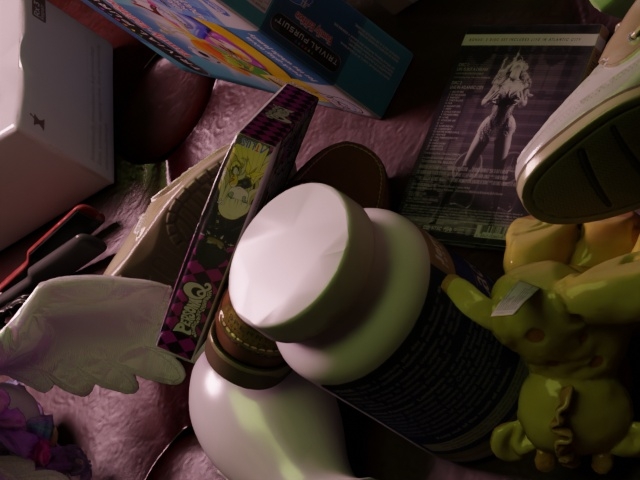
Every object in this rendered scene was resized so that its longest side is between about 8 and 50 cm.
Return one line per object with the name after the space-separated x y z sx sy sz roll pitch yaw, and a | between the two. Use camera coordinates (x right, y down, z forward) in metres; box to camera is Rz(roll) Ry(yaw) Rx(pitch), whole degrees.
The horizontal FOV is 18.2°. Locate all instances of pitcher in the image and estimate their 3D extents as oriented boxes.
-0.047 0.196 1.752 0.178 0.125 0.207 -52 51 23 | pitcher

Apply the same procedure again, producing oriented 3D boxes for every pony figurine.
-0.312 0.170 1.881 0.363 0.351 0.303 158 124 -67 | pony figurine

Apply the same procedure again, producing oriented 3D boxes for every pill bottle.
0.057 0.066 1.612 0.153 0.265 0.153 -24 50 32 | pill bottle

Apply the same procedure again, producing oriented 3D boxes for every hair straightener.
-0.317 0.056 2.153 0.230 0.047 0.089 -34 45 24 | hair straightener

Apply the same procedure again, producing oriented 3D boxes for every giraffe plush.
0.204 0.089 1.548 0.181 0.170 0.210 10 30 43 | giraffe plush

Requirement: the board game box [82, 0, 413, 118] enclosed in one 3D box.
-0.110 -0.234 1.982 0.336 0.254 0.079 18 78 49 | board game box

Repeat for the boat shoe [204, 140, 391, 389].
0.000 0.000 1.761 0.307 0.111 0.104 -64 -3 -46 | boat shoe

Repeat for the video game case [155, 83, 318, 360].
-0.073 -0.022 1.807 0.232 0.042 0.210 -57 -10 -73 | video game case

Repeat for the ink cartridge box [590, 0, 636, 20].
0.334 -0.372 1.685 0.353 0.119 0.207 -38 73 20 | ink cartridge box

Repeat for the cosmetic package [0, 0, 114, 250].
-0.419 -0.095 2.273 0.385 0.156 0.217 -26 49 29 | cosmetic package

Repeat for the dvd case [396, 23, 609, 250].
0.161 -0.096 1.808 0.164 0.018 0.221 6 70 47 | dvd case

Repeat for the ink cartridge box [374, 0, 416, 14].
0.097 -0.340 1.894 0.235 0.193 0.088 -30 49 28 | ink cartridge box

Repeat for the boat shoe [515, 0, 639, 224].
0.271 -0.127 1.518 0.302 0.113 0.103 -35 42 10 | boat shoe

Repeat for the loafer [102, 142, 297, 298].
-0.136 -0.009 1.976 0.268 0.102 0.092 -43 24 9 | loafer
